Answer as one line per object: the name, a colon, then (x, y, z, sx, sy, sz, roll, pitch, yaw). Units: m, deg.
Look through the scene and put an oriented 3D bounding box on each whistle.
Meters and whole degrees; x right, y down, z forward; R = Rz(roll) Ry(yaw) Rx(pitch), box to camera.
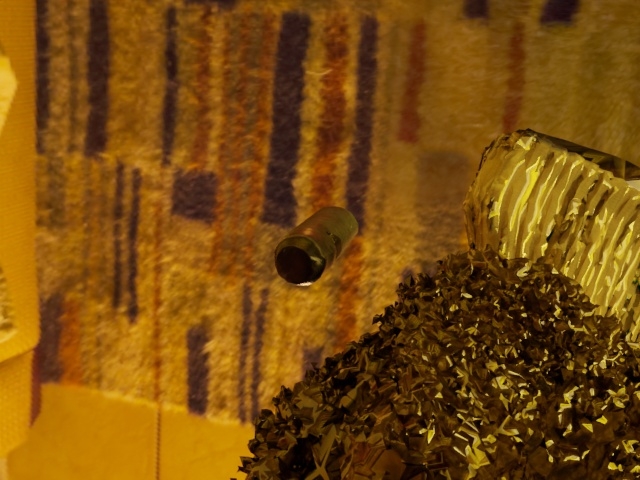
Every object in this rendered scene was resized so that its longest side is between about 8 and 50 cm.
whistle: (0.000, 0.000, 0.589, 0.033, 0.176, 0.033, 1, 99, 8)

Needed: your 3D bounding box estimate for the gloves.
gloves: (0.081, 0.091, 0.439, 0.135, 0.312, 0.210, 14, 154, 49)
